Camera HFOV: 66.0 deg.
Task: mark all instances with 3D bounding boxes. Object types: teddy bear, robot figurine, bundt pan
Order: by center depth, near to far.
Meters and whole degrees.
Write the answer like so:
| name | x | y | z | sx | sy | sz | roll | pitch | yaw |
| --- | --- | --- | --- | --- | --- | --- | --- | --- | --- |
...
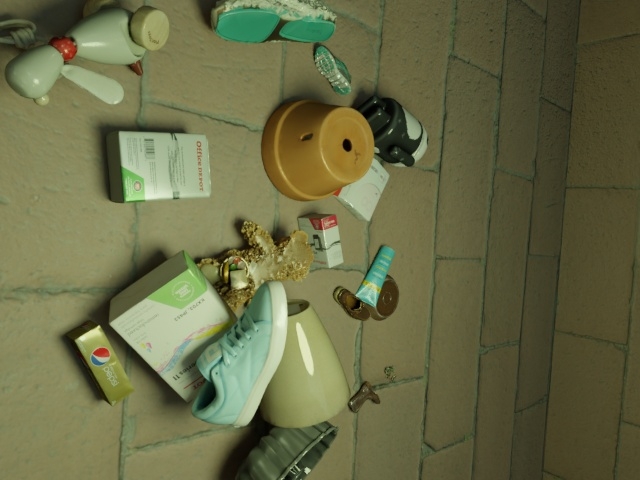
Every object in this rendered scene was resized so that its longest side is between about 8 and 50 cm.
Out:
| name | x | y | z | sx | sy | sz | roll | pitch | yaw |
| --- | --- | --- | --- | --- | --- | --- | --- | --- | --- |
| teddy bear | -0.181 | 0.077 | 1.320 | 0.338 | 0.113 | 0.245 | -42 | 113 | -24 |
| bundt pan | -0.104 | 0.596 | 1.343 | 0.330 | 0.124 | 0.331 | -40 | 154 | -25 |
| robot figurine | 0.232 | -0.352 | 1.599 | 0.278 | 0.173 | 0.209 | 27 | 79 | -40 |

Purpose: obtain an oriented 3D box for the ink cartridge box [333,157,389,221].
| name | x | y | z | sx | sy | sz | roll | pitch | yaw |
| --- | --- | --- | --- | --- | --- | --- | --- | --- | --- |
| ink cartridge box | 0.113 | -0.201 | 1.586 | 0.232 | 0.066 | 0.189 | 42 | 66 | -41 |

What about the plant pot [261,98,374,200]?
| name | x | y | z | sx | sy | sz | roll | pitch | yaw |
| --- | --- | --- | --- | --- | --- | --- | --- | --- | --- |
| plant pot | 0.011 | -0.257 | 1.372 | 0.290 | 0.203 | 0.291 | -2 | 93 | -39 |

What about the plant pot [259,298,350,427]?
| name | x | y | z | sx | sy | sz | roll | pitch | yaw |
| --- | --- | --- | --- | --- | --- | --- | --- | --- | --- |
| plant pot | -0.064 | 0.308 | 1.330 | 0.256 | 0.256 | 0.274 | -21 | 108 | -40 |

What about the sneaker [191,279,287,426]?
| name | x | y | z | sx | sy | sz | roll | pitch | yaw |
| --- | --- | --- | --- | --- | --- | --- | --- | --- | --- |
| sneaker | -0.183 | 0.251 | 1.070 | 0.150 | 0.135 | 0.366 | 12 | 103 | -31 |

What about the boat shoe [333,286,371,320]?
| name | x | y | z | sx | sy | sz | roll | pitch | yaw |
| --- | --- | --- | --- | --- | --- | --- | --- | --- | --- |
| boat shoe | 0.113 | 0.217 | 1.614 | 0.178 | 0.060 | 0.064 | 44 | 77 | -36 |

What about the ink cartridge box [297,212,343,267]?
| name | x | y | z | sx | sy | sz | roll | pitch | yaw |
| --- | --- | --- | --- | --- | --- | --- | --- | --- | --- |
| ink cartridge box | 0.000 | 0.000 | 1.460 | 0.063 | 0.109 | 0.151 | -21 | 108 | -41 |

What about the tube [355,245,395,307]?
| name | x | y | z | sx | sy | sz | roll | pitch | yaw |
| --- | --- | --- | --- | --- | --- | --- | --- | --- | --- |
| tube | 0.193 | 0.120 | 1.692 | 0.080 | 0.052 | 0.207 | 26 | 74 | -1 |

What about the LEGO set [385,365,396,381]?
| name | x | y | z | sx | sy | sz | roll | pitch | yaw |
| --- | --- | --- | --- | --- | --- | --- | --- | --- | --- |
| LEGO set | 0.252 | 0.484 | 1.805 | 0.054 | 0.023 | 0.083 | -33 | 128 | -34 |

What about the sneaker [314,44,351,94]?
| name | x | y | z | sx | sy | sz | roll | pitch | yaw |
| --- | --- | --- | --- | --- | --- | --- | --- | --- | --- |
| sneaker | 0.042 | -0.525 | 1.495 | 0.166 | 0.064 | 0.076 | 50 | 45 | -37 |

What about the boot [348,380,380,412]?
| name | x | y | z | sx | sy | sz | roll | pitch | yaw |
| --- | --- | --- | --- | --- | --- | --- | --- | --- | --- |
| boot | 0.149 | 0.561 | 1.701 | 0.114 | 0.037 | 0.107 | -44 | 108 | -35 |

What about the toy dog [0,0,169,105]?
| name | x | y | z | sx | sy | sz | roll | pitch | yaw |
| --- | --- | --- | --- | --- | --- | --- | --- | --- | --- |
| toy dog | -0.452 | -0.355 | 0.981 | 0.333 | 0.220 | 0.161 | -34 | 148 | -28 |

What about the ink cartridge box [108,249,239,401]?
| name | x | y | z | sx | sy | sz | roll | pitch | yaw |
| --- | --- | --- | --- | --- | --- | --- | --- | --- | --- |
| ink cartridge box | -0.296 | 0.227 | 1.158 | 0.207 | 0.119 | 0.354 | -36 | 120 | -7 |

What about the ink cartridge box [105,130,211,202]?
| name | x | y | z | sx | sy | sz | roll | pitch | yaw |
| --- | --- | --- | --- | --- | --- | --- | --- | --- | --- |
| ink cartridge box | -0.364 | -0.166 | 1.123 | 0.208 | 0.086 | 0.153 | -7 | 99 | -41 |

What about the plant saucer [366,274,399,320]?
| name | x | y | z | sx | sy | sz | roll | pitch | yaw |
| --- | --- | --- | --- | --- | --- | --- | --- | --- | --- |
| plant saucer | 0.227 | 0.203 | 1.747 | 0.168 | 0.029 | 0.169 | -5 | 97 | -41 |

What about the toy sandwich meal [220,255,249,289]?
| name | x | y | z | sx | sy | sz | roll | pitch | yaw |
| --- | --- | --- | --- | --- | --- | --- | --- | --- | --- |
| toy sandwich meal | -0.209 | 0.080 | 1.222 | 0.085 | 0.029 | 0.086 | -1 | 92 | -31 |

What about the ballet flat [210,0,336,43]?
| name | x | y | z | sx | sy | sz | roll | pitch | yaw |
| --- | --- | --- | --- | --- | --- | --- | --- | --- | --- |
| ballet flat | -0.132 | -0.595 | 1.293 | 0.408 | 0.146 | 0.147 | -16 | 105 | -44 |

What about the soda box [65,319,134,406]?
| name | x | y | z | sx | sy | sz | roll | pitch | yaw |
| --- | --- | --- | --- | --- | --- | --- | --- | --- | --- |
| soda box | -0.478 | 0.269 | 1.076 | 0.058 | 0.061 | 0.182 | -35 | 116 | -36 |
